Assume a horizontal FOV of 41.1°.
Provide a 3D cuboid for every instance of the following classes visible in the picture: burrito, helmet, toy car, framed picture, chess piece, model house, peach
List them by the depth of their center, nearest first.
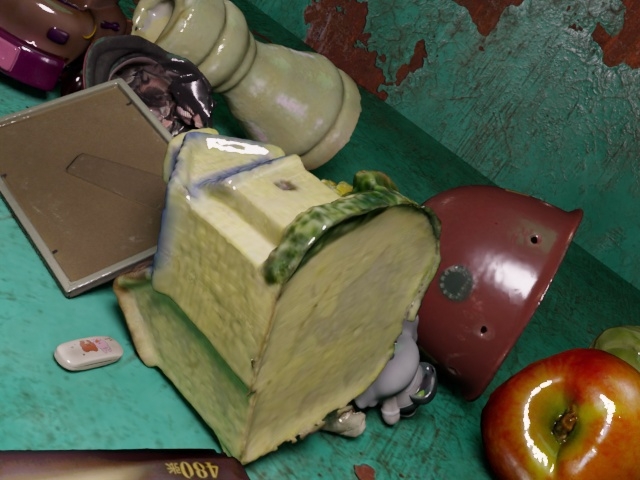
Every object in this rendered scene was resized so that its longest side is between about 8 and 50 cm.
[{"bbox_3d":[-0.058,0.026,0.921,0.266,0.321,0.261,37,39,28],"label":"model house"},{"bbox_3d":[-0.029,0.190,1.032,0.188,0.045,0.058,23,10,-22],"label":"burrito"},{"bbox_3d":[-0.285,-0.083,1.093,0.240,0.020,0.324,-26,56,-28],"label":"framed picture"},{"bbox_3d":[0.359,0.286,1.186,0.274,0.248,0.245,27,53,-56],"label":"peach"},{"bbox_3d":[0.217,0.046,1.330,0.230,0.338,0.385,30,1,4],"label":"helmet"},{"bbox_3d":[-0.288,-0.210,1.366,0.253,0.154,0.198,3,75,-40],"label":"helmet"},{"bbox_3d":[-0.438,-0.388,1.395,0.271,0.240,0.341,31,18,-6],"label":"toy car"},{"bbox_3d":[-0.139,-0.316,1.592,0.442,0.234,0.234,30,18,-46],"label":"chess piece"}]

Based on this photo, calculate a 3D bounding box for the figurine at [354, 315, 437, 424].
[{"bbox_3d":[0.085,0.166,1.124,0.126,0.147,0.192,15,-27,30],"label":"figurine"}]

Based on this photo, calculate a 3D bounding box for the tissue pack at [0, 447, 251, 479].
[{"bbox_3d":[-0.192,0.242,0.449,0.370,0.198,0.210,12,33,-44],"label":"tissue pack"}]

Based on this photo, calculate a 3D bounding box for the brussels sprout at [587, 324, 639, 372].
[{"bbox_3d":[0.626,0.289,1.560,0.328,0.247,0.328,17,13,-4],"label":"brussels sprout"}]

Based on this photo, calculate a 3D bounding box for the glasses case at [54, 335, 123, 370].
[{"bbox_3d":[-0.242,0.118,0.895,0.032,0.021,0.083,42,21,22],"label":"glasses case"}]

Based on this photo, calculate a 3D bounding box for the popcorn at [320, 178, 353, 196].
[{"bbox_3d":[0.000,0.000,1.332,0.198,0.212,0.198,56,-15,24],"label":"popcorn"}]
